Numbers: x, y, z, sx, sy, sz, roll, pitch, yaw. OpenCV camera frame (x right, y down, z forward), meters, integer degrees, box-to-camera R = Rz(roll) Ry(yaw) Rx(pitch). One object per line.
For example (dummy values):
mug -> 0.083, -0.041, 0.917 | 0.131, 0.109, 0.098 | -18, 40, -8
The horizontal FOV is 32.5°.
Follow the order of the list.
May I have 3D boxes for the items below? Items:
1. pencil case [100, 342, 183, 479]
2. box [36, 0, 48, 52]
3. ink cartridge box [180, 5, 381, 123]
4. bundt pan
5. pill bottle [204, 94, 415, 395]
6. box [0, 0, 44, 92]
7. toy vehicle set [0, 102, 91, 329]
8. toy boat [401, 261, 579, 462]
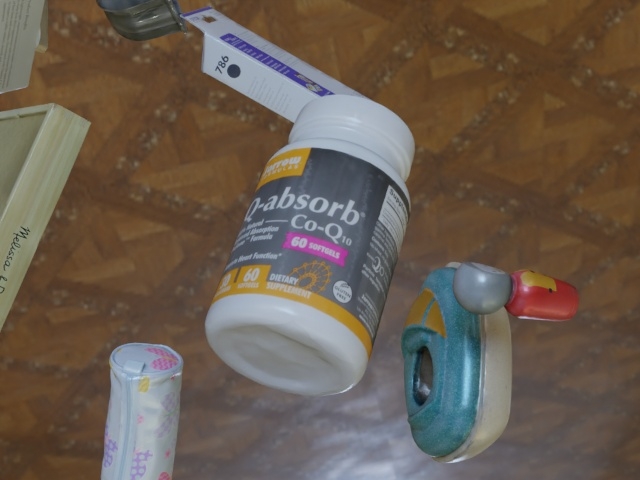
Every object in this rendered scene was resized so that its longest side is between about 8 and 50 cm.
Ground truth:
pencil case -> -0.283, 0.295, 1.703 | 0.124, 0.113, 0.273 | -20, 124, -57
box -> -0.569, -0.415, 1.900 | 0.201, 0.164, 0.021 | 16, 136, -32
ink cartridge box -> -0.067, -0.254, 1.718 | 0.332, 0.165, 0.065 | 31, 111, 2
bundt pan -> -0.354, -0.496, 1.936 | 0.124, 0.331, 0.331 | -24, 145, 0
pill bottle -> 0.000, 0.000, 1.093 | 0.162, 0.279, 0.162 | 13, 148, 8
box -> -0.499, -0.329, 1.566 | 0.119, 0.182, 0.181 | -24, 150, -43
toy vehicle set -> -0.288, 0.018, 0.888 | 0.035, 0.267, 0.166 | 30, 164, -35
toy boat -> 0.179, 0.118, 1.364 | 0.148, 0.268, 0.318 | 11, 147, -17
